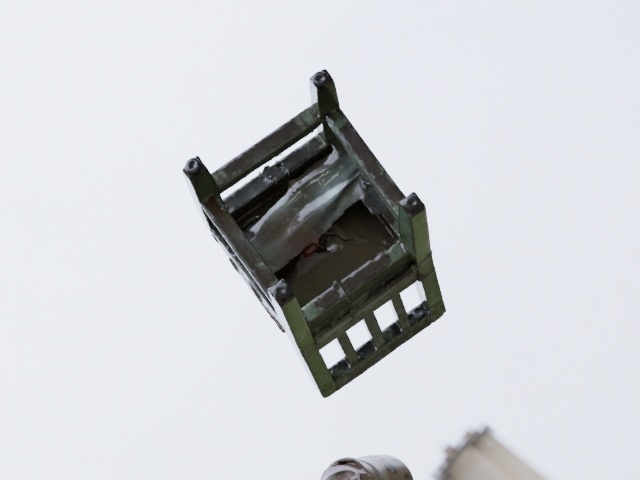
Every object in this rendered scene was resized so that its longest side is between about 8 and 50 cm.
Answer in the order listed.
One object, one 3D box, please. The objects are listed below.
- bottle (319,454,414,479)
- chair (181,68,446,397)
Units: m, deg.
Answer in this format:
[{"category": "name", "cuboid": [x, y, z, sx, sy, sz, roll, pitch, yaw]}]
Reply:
[{"category": "bottle", "cuboid": [0.048, 0.320, 2.416, 0.099, 0.099, 0.152, -59, -25, 14]}, {"category": "chair", "cuboid": [0.000, 0.000, 1.496, 0.136, 0.147, 0.270, -35, -19, -5]}]
